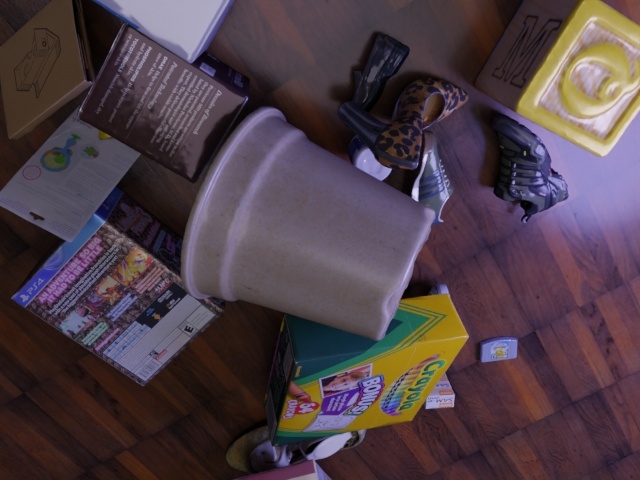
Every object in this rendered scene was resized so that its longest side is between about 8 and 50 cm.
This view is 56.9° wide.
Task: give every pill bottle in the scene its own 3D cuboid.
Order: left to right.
[{"bbox_3d":[0.084,-0.152,1.043,0.067,0.120,0.067,-2,115,-5],"label":"pill bottle"}]

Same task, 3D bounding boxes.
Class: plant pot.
[{"bbox_3d":[0.000,0.000,0.937,0.306,0.334,0.333,24,113,10],"label":"plant pot"}]

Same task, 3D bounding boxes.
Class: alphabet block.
[{"bbox_3d":[0.405,-0.280,0.972,0.193,0.197,0.193,22,111,-14],"label":"alphabet block"}]

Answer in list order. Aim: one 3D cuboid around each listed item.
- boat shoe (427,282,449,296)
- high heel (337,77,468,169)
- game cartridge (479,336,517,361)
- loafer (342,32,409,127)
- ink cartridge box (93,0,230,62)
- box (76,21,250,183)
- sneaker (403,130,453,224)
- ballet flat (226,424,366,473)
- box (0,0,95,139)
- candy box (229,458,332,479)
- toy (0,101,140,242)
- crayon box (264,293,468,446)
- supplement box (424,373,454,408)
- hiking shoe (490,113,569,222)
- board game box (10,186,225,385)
[{"bbox_3d":[0.222,0.194,1.239,0.076,0.083,0.226,-3,116,-5],"label":"boat shoe"},{"bbox_3d":[0.182,-0.186,0.976,0.261,0.186,0.093,-16,135,-24],"label":"high heel"},{"bbox_3d":[0.397,0.241,1.316,0.084,0.017,0.055,-8,112,-2],"label":"game cartridge"},{"bbox_3d":[0.083,-0.276,1.027,0.061,0.062,0.170,37,107,4],"label":"loafer"},{"bbox_3d":[-0.206,-0.383,0.846,0.171,0.232,0.168,30,107,-17],"label":"ink cartridge box"},{"bbox_3d":[-0.242,-0.231,0.949,0.203,0.168,0.167,29,108,-18],"label":"box"},{"bbox_3d":[0.209,-0.112,1.111,0.086,0.064,0.192,1,115,-14],"label":"sneaker"},{"bbox_3d":[-0.056,0.458,1.320,0.349,0.123,0.123,-23,115,6],"label":"ballet flat"},{"bbox_3d":[-0.426,-0.268,0.905,0.201,0.021,0.164,-22,75,30],"label":"box"},{"bbox_3d":[-0.069,0.572,1.304,0.183,0.087,0.316,-15,149,1],"label":"candy box"},{"bbox_3d":[-0.399,-0.113,0.982,0.137,0.237,0.056,28,155,0],"label":"toy"},{"bbox_3d":[0.069,0.259,1.138,0.314,0.106,0.362,-4,142,-16],"label":"crayon box"},{"bbox_3d":[0.249,0.321,1.293,0.062,0.098,0.036,-3,115,-4],"label":"supplement box"},{"bbox_3d":[0.368,-0.129,1.100,0.114,0.086,0.227,-39,113,9],"label":"hiking shoe"},{"bbox_3d":[-0.358,0.085,1.101,0.232,0.141,0.291,-42,112,14],"label":"board game box"}]
